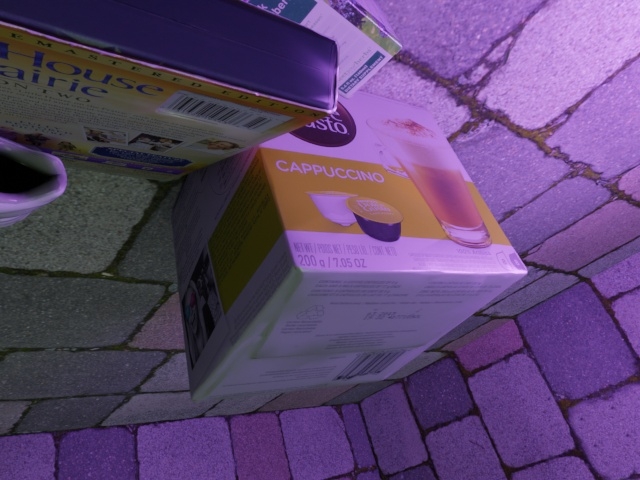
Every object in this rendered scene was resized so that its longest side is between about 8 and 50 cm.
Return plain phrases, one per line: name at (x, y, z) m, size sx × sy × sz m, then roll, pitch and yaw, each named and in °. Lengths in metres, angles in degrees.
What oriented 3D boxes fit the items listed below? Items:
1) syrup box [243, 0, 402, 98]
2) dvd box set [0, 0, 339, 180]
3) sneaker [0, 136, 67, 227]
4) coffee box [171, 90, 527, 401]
syrup box at (-0.028, -0.257, 0.508) m, size 0.237 × 0.096 × 0.093 m, roll 16°, pitch 136°, yaw -45°
dvd box set at (-0.227, -0.127, 0.435) m, size 0.308 × 0.062 × 0.421 m, roll 5°, pitch 176°, yaw -33°
sneaker at (-0.351, -0.068, 0.370) m, size 0.130 × 0.110 × 0.297 m, roll -7°, pitch 179°, yaw 32°
coffee box at (0.000, 0.000, 0.706) m, size 0.338 × 0.334 × 0.338 m, roll 4°, pitch 141°, yaw -31°
